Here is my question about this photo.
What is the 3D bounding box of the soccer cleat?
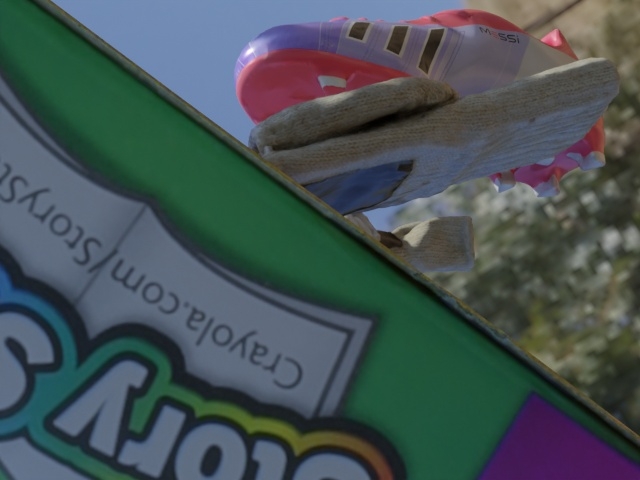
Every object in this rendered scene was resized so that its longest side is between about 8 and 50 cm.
[{"bbox_3d":[0.051,-0.084,0.989,0.248,0.083,0.095,9,-122,-39],"label":"soccer cleat"}]

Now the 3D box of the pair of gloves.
[{"bbox_3d":[0.000,0.000,0.829,0.204,0.240,0.042,-9,-109,-28],"label":"pair of gloves"}]

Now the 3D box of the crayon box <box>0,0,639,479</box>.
[{"bbox_3d":[-0.073,0.008,0.524,0.363,0.106,0.313,36,175,-7],"label":"crayon box"}]
